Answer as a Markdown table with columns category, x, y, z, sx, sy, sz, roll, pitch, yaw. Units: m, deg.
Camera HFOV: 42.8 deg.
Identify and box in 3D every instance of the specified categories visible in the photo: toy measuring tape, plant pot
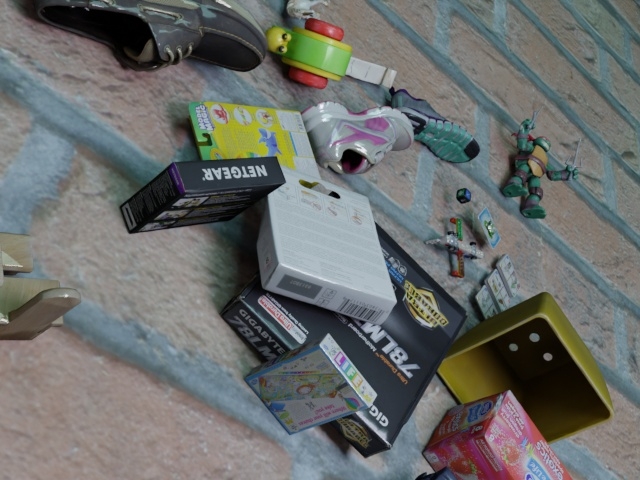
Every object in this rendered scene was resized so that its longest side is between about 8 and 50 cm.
| category | x | y | z | sx | sy | sz | roll | pitch | yaw |
| --- | --- | --- | --- | --- | --- | --- | --- | --- | --- |
| toy measuring tape | 0.041 | -0.310 | 1.431 | 0.330 | 0.121 | 0.121 | 9 | 62 | -42 |
| plant pot | 0.357 | 0.210 | 1.398 | 0.212 | 0.212 | 0.187 | 54 | 29 | -6 |

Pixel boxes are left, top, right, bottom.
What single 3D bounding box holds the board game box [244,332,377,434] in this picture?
| category | x | y | z | sx | sy | sz | roll | pitch | yaw |
| --- | --- | --- | --- | --- | --- | --- | --- | --- | --- |
| board game box | -0.015 | 0.190 | 1.059 | 0.103 | 0.154 | 0.026 | 53 | 41 | -9 |

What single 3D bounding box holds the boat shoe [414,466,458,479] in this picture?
| category | x | y | z | sx | sy | sz | roll | pitch | yaw |
| --- | --- | --- | --- | --- | --- | --- | --- | --- | --- |
| boat shoe | 0.201 | 0.478 | 1.126 | 0.158 | 0.127 | 0.340 | -29 | 88 | -42 |

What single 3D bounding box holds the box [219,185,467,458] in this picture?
| category | x | y | z | sx | sy | sz | roll | pitch | yaw |
| --- | --- | --- | --- | --- | --- | --- | --- | --- | --- |
| box | 0.047 | 0.109 | 1.195 | 0.295 | 0.073 | 0.293 | 45 | 45 | -4 |

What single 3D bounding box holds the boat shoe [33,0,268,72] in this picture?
| category | x | y | z | sx | sy | sz | roll | pitch | yaw |
| --- | --- | --- | --- | --- | --- | --- | --- | --- | --- |
| boat shoe | -0.242 | -0.299 | 1.157 | 0.356 | 0.132 | 0.130 | 15 | 67 | -29 |

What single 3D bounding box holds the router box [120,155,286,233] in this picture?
| category | x | y | z | sx | sy | sz | roll | pitch | yaw |
| --- | --- | --- | --- | --- | --- | --- | --- | --- | --- |
| router box | -0.153 | -0.062 | 1.083 | 0.179 | 0.133 | 0.046 | -10 | 75 | -48 |

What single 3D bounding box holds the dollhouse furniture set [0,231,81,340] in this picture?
| category | x | y | z | sx | sy | sz | roll | pitch | yaw |
| --- | --- | --- | --- | --- | --- | --- | --- | --- | --- |
| dollhouse furniture set | -0.403 | -0.092 | 0.820 | 0.303 | 0.174 | 0.355 | 8 | 63 | -43 |

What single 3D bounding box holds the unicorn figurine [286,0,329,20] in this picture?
| category | x | y | z | sx | sy | sz | roll | pitch | yaw |
| --- | --- | --- | --- | --- | --- | --- | --- | --- | --- |
| unicorn figurine | -0.035 | -0.444 | 1.491 | 0.111 | 0.060 | 0.161 | -13 | 61 | -47 |

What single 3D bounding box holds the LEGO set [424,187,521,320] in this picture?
| category | x | y | z | sx | sy | sz | roll | pitch | yaw |
| --- | --- | --- | --- | --- | --- | --- | --- | --- | --- |
| LEGO set | 0.292 | 0.029 | 1.558 | 0.182 | 0.060 | 0.244 | -43 | 111 | -49 |

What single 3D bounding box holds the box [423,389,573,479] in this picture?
| category | x | y | z | sx | sy | sz | roll | pitch | yaw |
| --- | --- | --- | --- | --- | --- | --- | --- | --- | --- |
| box | 0.298 | 0.380 | 1.283 | 0.256 | 0.128 | 0.122 | 55 | 41 | -7 |

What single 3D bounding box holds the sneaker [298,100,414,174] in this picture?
| category | x | y | z | sx | sy | sz | roll | pitch | yaw |
| --- | --- | --- | --- | --- | --- | --- | --- | --- | --- |
| sneaker | 0.065 | -0.163 | 1.398 | 0.252 | 0.103 | 0.111 | -3 | 74 | -39 |

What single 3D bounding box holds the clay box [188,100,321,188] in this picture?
| category | x | y | z | sx | sy | sz | roll | pitch | yaw |
| --- | --- | --- | --- | --- | --- | --- | --- | --- | --- |
| clay box | -0.107 | -0.138 | 1.235 | 0.222 | 0.053 | 0.127 | -3 | 70 | -45 |

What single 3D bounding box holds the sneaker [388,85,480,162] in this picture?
| category | x | y | z | sx | sy | sz | roll | pitch | yaw |
| --- | --- | --- | --- | --- | --- | --- | --- | --- | --- |
| sneaker | 0.227 | -0.233 | 1.608 | 0.224 | 0.083 | 0.098 | 23 | 48 | -34 |

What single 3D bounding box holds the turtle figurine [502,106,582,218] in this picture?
| category | x | y | z | sx | sy | sz | roll | pitch | yaw |
| --- | --- | --- | --- | --- | --- | --- | --- | --- | --- |
| turtle figurine | 0.480 | -0.169 | 1.797 | 0.175 | 0.118 | 0.234 | 32 | 62 | -9 |

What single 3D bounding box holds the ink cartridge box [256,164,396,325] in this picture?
| category | x | y | z | sx | sy | sz | roll | pitch | yaw |
| --- | --- | --- | --- | --- | --- | --- | --- | --- | --- |
| ink cartridge box | 0.000 | 0.000 | 1.161 | 0.189 | 0.066 | 0.232 | 19 | 31 | -25 |
